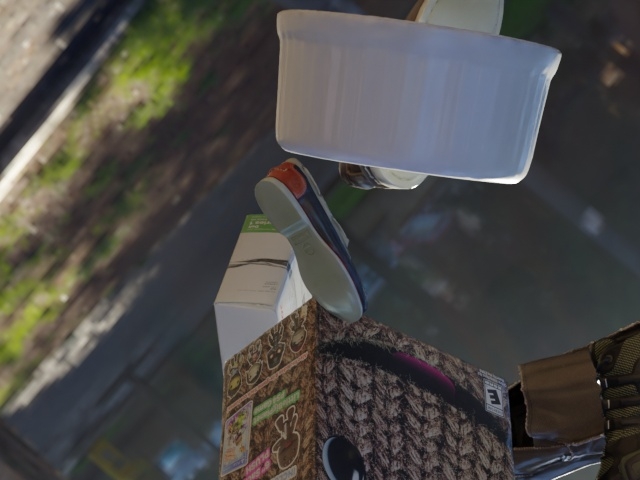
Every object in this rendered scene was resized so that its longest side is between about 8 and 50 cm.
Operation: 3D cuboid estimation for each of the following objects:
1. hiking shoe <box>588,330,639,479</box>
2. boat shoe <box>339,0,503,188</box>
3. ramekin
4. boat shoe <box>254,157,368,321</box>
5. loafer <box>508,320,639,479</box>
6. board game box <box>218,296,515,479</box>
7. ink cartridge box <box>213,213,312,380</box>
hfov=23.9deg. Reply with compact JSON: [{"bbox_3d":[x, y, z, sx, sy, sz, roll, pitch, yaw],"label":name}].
[{"bbox_3d":[0.268,0.135,1.264,0.086,0.114,0.227,23,98,-52],"label":"hiking shoe"},{"bbox_3d":[0.118,-0.200,1.798,0.096,0.116,0.324,-5,-125,53],"label":"boat shoe"},{"bbox_3d":[0.086,-0.137,1.470,0.277,0.277,0.135,-33,131,-82],"label":"ramekin"},{"bbox_3d":[0.000,0.000,1.182,0.049,0.137,0.043,-23,-166,44],"label":"boat shoe"},{"bbox_3d":[0.293,0.194,1.760,0.366,0.130,0.134,-40,-138,42],"label":"loafer"},{"bbox_3d":[0.043,0.234,1.317,0.141,0.232,0.291,-38,-141,39],"label":"board game box"},{"bbox_3d":[-0.078,0.087,2.141,0.219,0.092,0.160,-72,161,-54],"label":"ink cartridge box"}]
